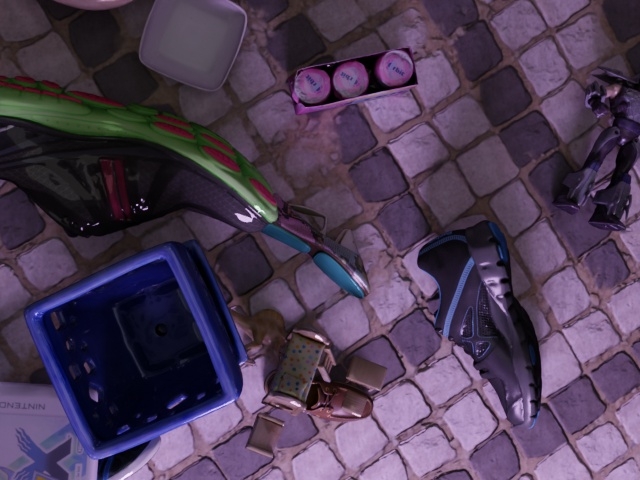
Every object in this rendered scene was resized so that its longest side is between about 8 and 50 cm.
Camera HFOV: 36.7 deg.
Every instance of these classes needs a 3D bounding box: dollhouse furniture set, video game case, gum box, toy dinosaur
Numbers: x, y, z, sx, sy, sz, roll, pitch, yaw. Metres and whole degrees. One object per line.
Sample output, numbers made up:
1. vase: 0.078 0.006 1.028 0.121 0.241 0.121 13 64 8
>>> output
1. dollhouse furniture set: 0.000 0.242 1.412 0.160 0.101 0.182 21 71 -4
2. video game case: -0.477 0.370 1.396 0.299 0.036 0.329 3 83 1
3. gum box: 0.042 -0.241 1.469 0.188 0.107 0.062 -13 94 -8
4. toy dinosaur: -0.096 0.147 1.497 0.183 0.053 0.093 21 73 -16

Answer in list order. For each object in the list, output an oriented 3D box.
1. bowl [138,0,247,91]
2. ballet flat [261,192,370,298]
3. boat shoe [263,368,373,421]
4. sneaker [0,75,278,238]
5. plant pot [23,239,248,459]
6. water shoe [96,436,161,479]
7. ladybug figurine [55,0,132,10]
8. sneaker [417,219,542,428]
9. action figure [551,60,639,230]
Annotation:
1. bowl: -0.192 -0.308 1.452 0.142 0.053 0.142 21 98 -9
2. ballet flat: 0.000 0.000 1.494 0.221 0.077 0.079 34 67 -8
3. boat shoe: -0.001 0.247 1.501 0.177 0.060 0.064 16 89 -9
4. sneaker: -0.297 -0.095 1.409 0.482 0.185 0.202 16 106 -5
5. plant pot: -0.243 0.137 1.369 0.235 0.212 0.236 -23 95 8
6. water shoe: -0.338 0.335 1.445 0.203 0.073 0.080 -31 94 -7
7. ladybug figurine: -0.366 -0.539 1.369 0.305 0.162 0.450 -21 95 -8
8. sneaker: 0.260 0.140 1.528 0.139 0.125 0.341 -15 98 19
9. action figure: 0.486 -0.161 1.548 0.185 0.099 0.285 25 85 -4
